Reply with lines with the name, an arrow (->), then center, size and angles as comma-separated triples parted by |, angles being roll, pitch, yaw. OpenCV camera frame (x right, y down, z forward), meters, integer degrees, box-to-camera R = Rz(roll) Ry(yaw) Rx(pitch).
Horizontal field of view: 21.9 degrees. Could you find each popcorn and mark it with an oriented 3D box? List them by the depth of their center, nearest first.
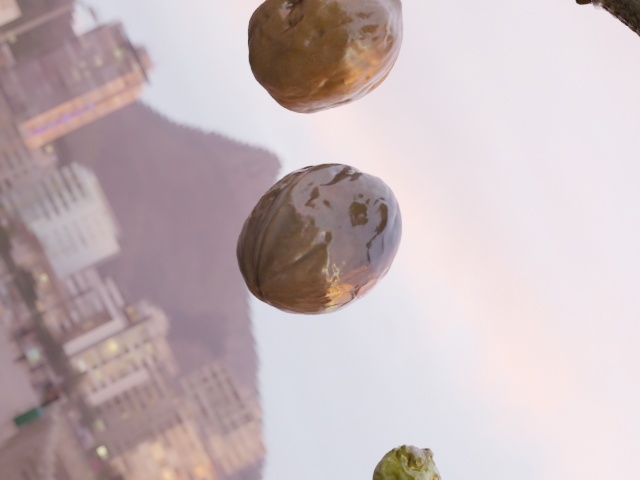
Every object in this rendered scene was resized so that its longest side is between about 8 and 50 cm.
popcorn -> 0.080, 0.231, 1.603 | 0.083, 0.068, 0.059 | 107, -25, -43

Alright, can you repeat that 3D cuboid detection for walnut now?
walnut -> -0.001, -0.001, 1.535 | 0.140, 0.162, 0.140 | 30, -20, 12
walnut -> 0.007, -0.199, 1.648 | 0.149, 0.166, 0.166 | 58, -6, -31

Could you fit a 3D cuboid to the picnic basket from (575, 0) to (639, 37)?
picnic basket -> 0.257, -0.254, 1.339 | 0.196, 0.134, 0.154 | 46, -62, 32
